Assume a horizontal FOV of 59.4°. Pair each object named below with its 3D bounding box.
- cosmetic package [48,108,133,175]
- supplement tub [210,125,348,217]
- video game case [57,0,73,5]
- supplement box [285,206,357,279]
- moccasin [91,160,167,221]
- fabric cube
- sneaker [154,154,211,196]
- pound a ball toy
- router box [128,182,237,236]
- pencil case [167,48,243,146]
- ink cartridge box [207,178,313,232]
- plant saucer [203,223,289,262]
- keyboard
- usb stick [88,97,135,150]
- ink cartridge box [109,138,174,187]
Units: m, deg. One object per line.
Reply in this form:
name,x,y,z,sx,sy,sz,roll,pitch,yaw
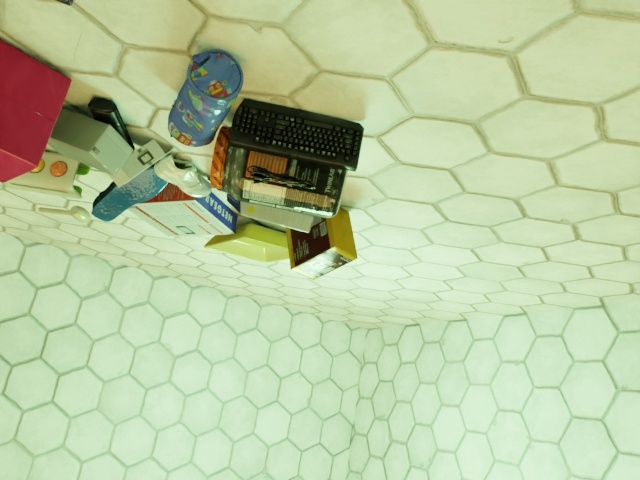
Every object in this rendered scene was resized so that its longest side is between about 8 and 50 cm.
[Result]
cosmetic package,-0.656,-0.277,1.551,0.238,0.107,0.127,19,161,21
supplement tub,-0.105,-0.186,1.467,0.338,0.207,0.207,12,162,-4
video game case,-0.534,-0.515,0.946,0.232,0.042,0.210,17,161,-20
supplement box,0.000,0.000,1.923,0.194,0.191,0.129,-28,144,29
moccasin,-0.646,-0.190,1.877,0.342,0.117,0.138,-23,136,21
fabric cube,-0.810,-0.321,1.351,0.254,0.259,0.258,-7,154,44
sneaker,-0.419,-0.208,1.794,0.094,0.080,0.212,-32,144,29
pound a ball toy,-0.924,-0.196,1.882,0.319,0.208,0.136,9,163,4
router box,-0.514,-0.111,2.086,0.301,0.082,0.335,-2,160,16
pencil case,-0.273,-0.320,1.293,0.133,0.119,0.306,44,155,-9
ink cartridge box,-0.208,-0.112,1.806,0.307,0.072,0.303,13,-172,-19
plant saucer,-0.263,0.009,2.337,0.332,0.081,0.332,16,163,-38
keyboard,-0.063,-0.219,1.353,0.317,0.202,0.033,11,177,-3
usb stick,-0.588,-0.317,1.590,0.077,0.045,0.278,7,163,-5
ink cartridge box,-0.538,-0.240,1.679,0.104,0.180,0.060,-14,116,52
